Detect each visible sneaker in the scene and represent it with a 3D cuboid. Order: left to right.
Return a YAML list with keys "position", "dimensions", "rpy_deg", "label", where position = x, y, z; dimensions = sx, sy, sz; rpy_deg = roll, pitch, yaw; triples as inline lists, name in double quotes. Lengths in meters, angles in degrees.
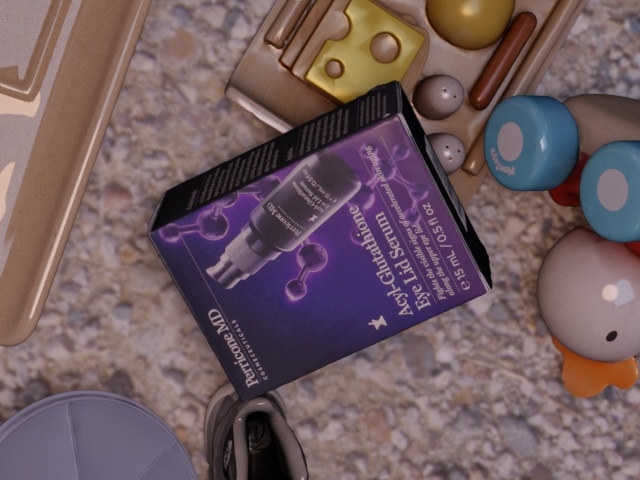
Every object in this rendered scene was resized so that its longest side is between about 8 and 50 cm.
- position: [-0.047, 0.221, 1.203]
  dimensions: [0.086, 0.132, 0.228]
  rpy_deg: [-7, 91, -11]
  label: "sneaker"

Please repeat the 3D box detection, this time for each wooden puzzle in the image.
- position: [-0.327, -0.123, 1.185]
  dimensions: [0.348, 0.080, 0.322]
  rpy_deg: [19, 86, -6]
  label: "wooden puzzle"

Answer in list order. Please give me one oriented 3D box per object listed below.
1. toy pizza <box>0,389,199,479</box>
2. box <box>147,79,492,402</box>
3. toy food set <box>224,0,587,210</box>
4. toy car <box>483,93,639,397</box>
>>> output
- position: [-0.176, 0.210, 1.172]
  dimensions: [0.201, 0.032, 0.201]
  rpy_deg: [3, 85, -34]
  label: "toy pizza"
- position: [0.000, 0.000, 1.185]
  dimensions: [0.207, 0.108, 0.153]
  rpy_deg: [-26, 106, 10]
  label: "box"
- position: [0.092, -0.181, 1.253]
  dimensions: [0.220, 0.092, 0.306]
  rpy_deg: [32, 84, -9]
  label: "toy food set"
- position: [0.245, 0.020, 1.236]
  dimensions: [0.219, 0.210, 0.237]
  rpy_deg: [-3, 113, -35]
  label: "toy car"
